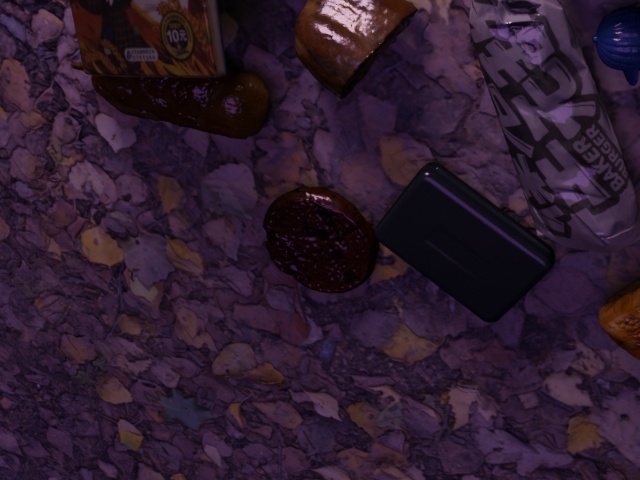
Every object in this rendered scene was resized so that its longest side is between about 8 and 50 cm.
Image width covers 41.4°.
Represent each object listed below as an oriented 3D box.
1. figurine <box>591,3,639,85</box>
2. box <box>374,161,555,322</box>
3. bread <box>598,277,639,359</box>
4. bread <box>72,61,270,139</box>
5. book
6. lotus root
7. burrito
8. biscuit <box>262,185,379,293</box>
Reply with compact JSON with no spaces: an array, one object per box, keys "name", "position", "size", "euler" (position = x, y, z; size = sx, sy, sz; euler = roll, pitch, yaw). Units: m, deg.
[{"name":"figurine","position":[0.392,-0.235,0.966],"size":[0.149,0.087,0.086],"euler":[-13,76,32]},{"name":"box","position":[0.206,0.005,1.224],"size":[0.230,0.050,0.160],"euler":[37,130,1]},{"name":"bread","position":[0.477,0.081,1.119],"size":[0.114,0.083,0.211],"euler":[40,131,-7]},{"name":"bread","position":[-0.236,-0.226,1.279],"size":[0.344,0.084,0.124],"euler":[15,125,18]},{"name":"book","position":[-0.255,-0.426,1.098],"size":[0.300,0.039,0.427],"euler":[11,116,42]},{"name":"lotus root","position":[0.028,-0.266,1.118],"size":[0.135,0.095,0.159],"euler":[34,123,9]},{"name":"burrito","position":[0.274,-0.176,1.045],"size":[0.139,0.101,0.445],"euler":[-8,119,43]},{"name":"biscuit","position":[0.000,0.000,1.329],"size":[0.192,0.049,0.192],"euler":[10,128,14]}]
